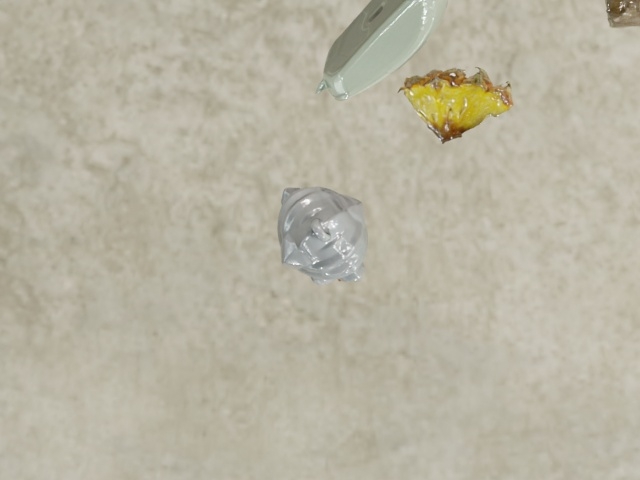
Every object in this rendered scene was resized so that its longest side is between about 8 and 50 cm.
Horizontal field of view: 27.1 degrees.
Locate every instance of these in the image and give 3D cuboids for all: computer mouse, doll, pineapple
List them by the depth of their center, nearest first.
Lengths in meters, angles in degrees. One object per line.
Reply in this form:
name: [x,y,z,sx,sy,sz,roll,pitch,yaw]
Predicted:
doll: [0.000,0.000,1.063,0.079,0.180,0.094,-38,84,-7]
computer mouse: [0.064,-0.190,1.231,0.056,0.089,0.182,36,115,-19]
pineapple: [0.137,-0.143,1.347,0.114,0.114,0.077,3,111,6]

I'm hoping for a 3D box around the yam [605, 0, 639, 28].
yam: [0.432,-0.315,1.537,0.238,0.129,0.128,-9,170,-1]
